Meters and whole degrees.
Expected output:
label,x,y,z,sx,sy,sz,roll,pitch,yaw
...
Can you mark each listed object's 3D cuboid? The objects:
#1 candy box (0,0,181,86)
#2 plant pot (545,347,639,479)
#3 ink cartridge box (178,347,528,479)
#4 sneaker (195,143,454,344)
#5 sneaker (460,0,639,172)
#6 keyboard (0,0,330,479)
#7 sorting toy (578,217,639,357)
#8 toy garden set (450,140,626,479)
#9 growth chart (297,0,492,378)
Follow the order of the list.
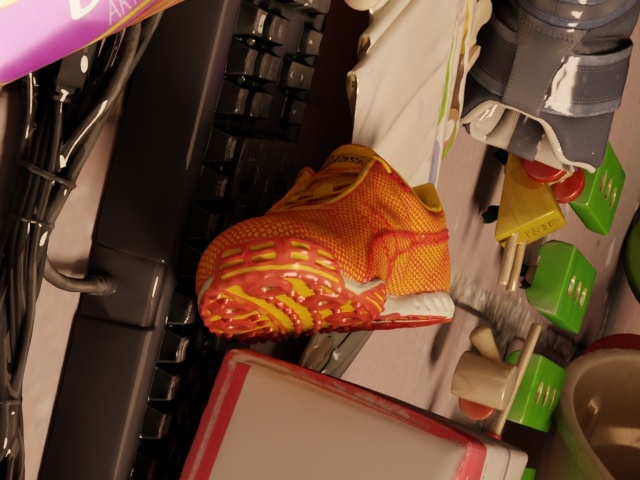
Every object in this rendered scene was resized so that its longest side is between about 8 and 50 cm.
label,x,y,z,sx,sy,sz,roll,pitch,yaw
candy box,-0.017,-0.121,0.344,0.186,0.053,0.109,-29,141,-18
plant pot,0.247,0.295,1.099,0.305,0.334,0.334,-64,164,22
ink cartridge box,0.005,0.135,0.592,0.218,0.092,0.159,36,73,-77
sneaker,0.000,0.000,0.533,0.175,0.064,0.067,4,79,-73
sneaker,0.131,-0.128,0.801,0.226,0.086,0.163,-44,149,-62
keyboard,-0.053,0.016,0.505,0.201,0.033,0.317,0,104,-68
sorting toy,0.292,0.069,1.358,0.365,0.127,0.126,-59,179,-34
toy garden set,0.114,0.050,0.934,0.204,0.049,0.244,30,77,-70
growth chart,0.035,-0.047,0.666,0.172,0.021,0.237,-48,153,-52
